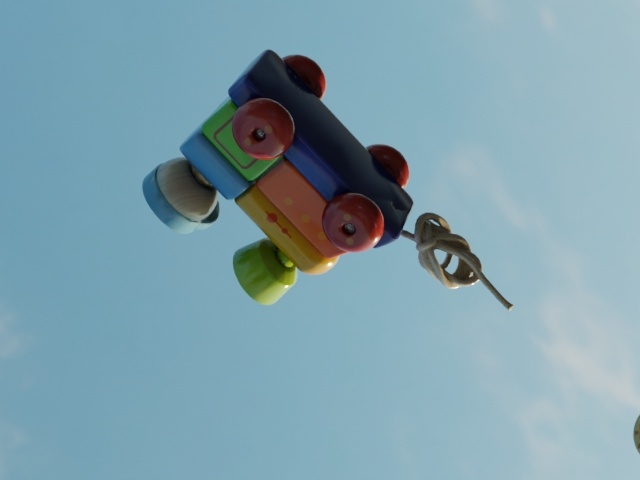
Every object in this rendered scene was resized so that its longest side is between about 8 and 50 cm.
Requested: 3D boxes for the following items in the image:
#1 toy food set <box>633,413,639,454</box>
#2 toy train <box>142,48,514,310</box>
[{"bbox_3d":[0.225,0.127,0.914,0.020,0.083,0.083,42,-143,-66],"label":"toy food set"},{"bbox_3d":[0.000,0.000,1.115,0.248,0.143,0.105,46,-151,-10],"label":"toy train"}]
